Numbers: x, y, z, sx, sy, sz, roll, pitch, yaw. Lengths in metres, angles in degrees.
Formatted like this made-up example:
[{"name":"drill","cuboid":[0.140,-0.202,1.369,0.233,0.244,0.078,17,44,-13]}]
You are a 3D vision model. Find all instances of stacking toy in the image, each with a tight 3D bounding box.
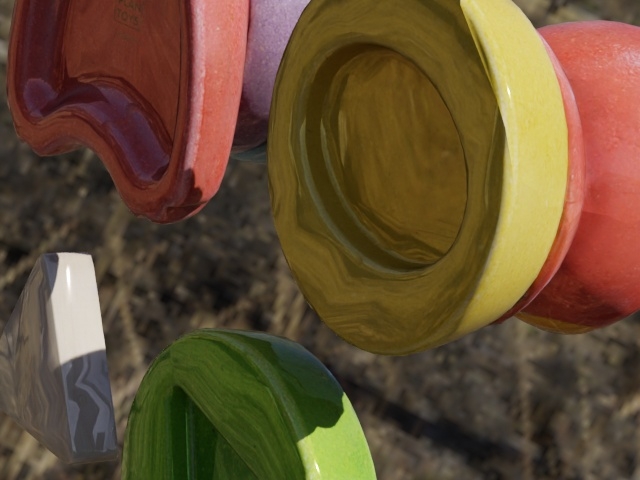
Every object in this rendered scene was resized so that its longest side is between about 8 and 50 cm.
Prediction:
[{"name":"stacking toy","cuboid":[0.000,0.000,0.685,0.130,0.279,0.309,-2,29,-35]}]
